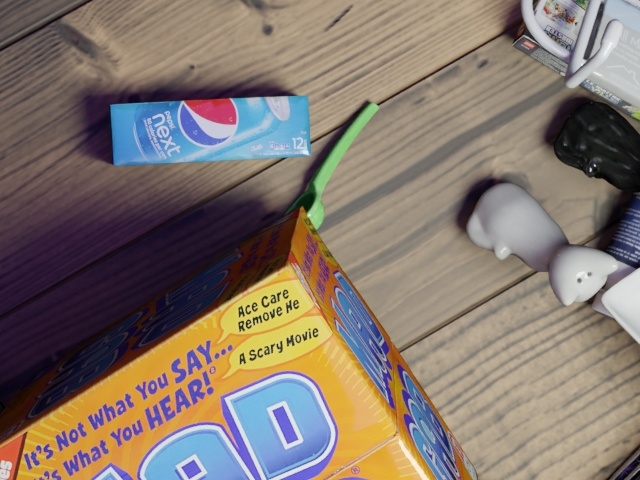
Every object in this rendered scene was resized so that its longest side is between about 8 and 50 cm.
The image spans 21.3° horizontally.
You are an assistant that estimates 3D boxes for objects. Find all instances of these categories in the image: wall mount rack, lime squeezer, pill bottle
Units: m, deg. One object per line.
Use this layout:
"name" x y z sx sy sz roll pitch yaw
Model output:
"wall mount rack" 0.401 -0.243 1.808 0.350 0.130 0.304 27 58 -10
"lime squeezer" 0.000 0.000 1.841 0.110 0.059 0.310 5 91 -7
"pill bottle" 0.364 0.013 1.868 0.094 0.094 0.169 26 89 -8

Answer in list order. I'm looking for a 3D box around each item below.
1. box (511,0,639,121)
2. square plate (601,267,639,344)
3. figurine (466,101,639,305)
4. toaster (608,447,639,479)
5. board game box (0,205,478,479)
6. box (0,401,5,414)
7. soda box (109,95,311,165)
"box" 0.324 -0.212 1.866 0.207 0.036 0.114 30 72 -7
"square plate" 0.530 0.099 1.775 0.344 0.049 0.347 -33 65 -14
"figurine" 0.284 -0.031 1.790 0.215 0.209 0.092 -42 121 -3
"toaster" 0.390 0.308 1.871 0.146 0.129 0.227 44 94 -3
"board game box" -0.076 0.230 1.660 0.356 0.356 0.356 -33 97 6
"box" -0.362 0.179 1.750 0.044 0.159 0.233 -39 96 -3
"soda box" -0.118 -0.117 1.811 0.210 0.071 0.067 -4 93 -7
